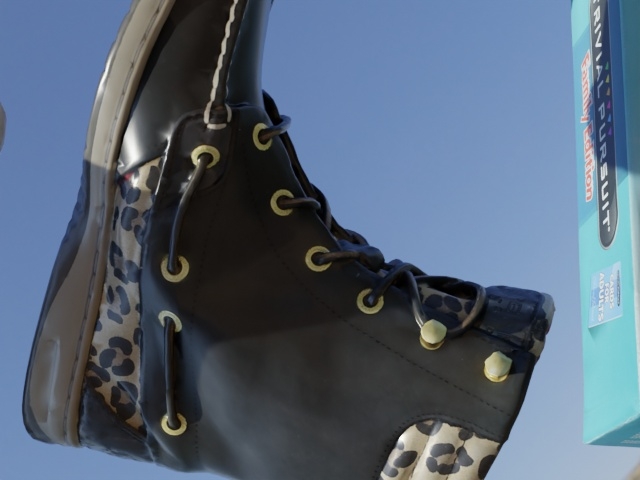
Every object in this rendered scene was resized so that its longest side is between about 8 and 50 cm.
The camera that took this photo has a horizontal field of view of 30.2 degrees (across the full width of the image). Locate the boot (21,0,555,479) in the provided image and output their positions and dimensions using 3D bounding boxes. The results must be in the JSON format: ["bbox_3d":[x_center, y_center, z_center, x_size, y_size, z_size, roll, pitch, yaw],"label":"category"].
[{"bbox_3d":[0.000,0.000,0.703,0.138,0.284,0.377,-45,-24,-75],"label":"boot"}]

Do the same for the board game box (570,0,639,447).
[{"bbox_3d":[0.264,-0.058,0.616,0.253,0.336,0.079,5,-21,-7],"label":"board game box"}]

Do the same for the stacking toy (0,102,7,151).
[{"bbox_3d":[-0.284,-0.233,0.398,0.350,0.480,0.350,-1,-5,0],"label":"stacking toy"}]
